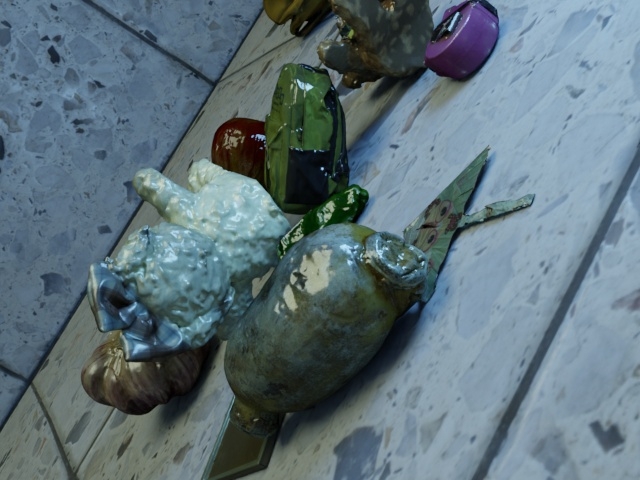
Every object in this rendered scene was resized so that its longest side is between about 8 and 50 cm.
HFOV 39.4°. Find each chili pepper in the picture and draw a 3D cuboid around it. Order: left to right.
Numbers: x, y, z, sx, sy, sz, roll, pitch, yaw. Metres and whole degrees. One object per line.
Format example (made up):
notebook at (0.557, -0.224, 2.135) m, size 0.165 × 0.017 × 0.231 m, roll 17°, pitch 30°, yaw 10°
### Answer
chili pepper at (-0.003, -0.001, 1.401) m, size 0.216 × 0.062 × 0.108 m, roll -50°, pitch 26°, yaw 18°

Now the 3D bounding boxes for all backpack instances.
backpack at (-0.024, -0.177, 1.534) m, size 0.207 × 0.140 × 0.253 m, roll -119°, pitch 32°, yaw -69°
backpack at (-0.013, -0.759, 2.455) m, size 0.378 × 0.201 × 0.353 m, roll -33°, pitch 33°, yaw 56°

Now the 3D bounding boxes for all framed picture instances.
framed picture at (-0.091, 0.233, 1.300) m, size 0.184 × 0.016 × 0.250 m, roll -35°, pitch 27°, yaw 48°

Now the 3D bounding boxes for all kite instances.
kite at (0.169, -0.021, 1.080) m, size 0.250 × 0.012 × 0.229 m, roll -18°, pitch 46°, yaw 61°

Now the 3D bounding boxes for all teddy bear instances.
teddy bear at (-0.239, 0.038, 1.503) m, size 0.362 × 0.327 × 0.375 m, roll -38°, pitch 17°, yaw -18°
teddy bear at (0.086, -0.390, 1.533) m, size 0.246 × 0.296 × 0.222 m, roll -49°, pitch 42°, yaw -10°

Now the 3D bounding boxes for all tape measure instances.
tape measure at (0.208, -0.303, 1.346) m, size 0.118 × 0.074 × 0.125 m, roll -63°, pitch 18°, yaw -16°

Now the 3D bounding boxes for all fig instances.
fig at (-0.117, -0.110, 1.793) m, size 0.191 × 0.191 × 0.290 m, roll -26°, pitch 72°, yaw 57°

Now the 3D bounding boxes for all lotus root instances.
lotus root at (-0.018, 0.107, 1.103) m, size 0.349 × 0.175 × 0.175 m, roll -49°, pitch 20°, yaw 27°

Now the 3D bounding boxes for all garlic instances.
garlic at (-0.311, 0.229, 1.643) m, size 0.245 × 0.160 × 0.245 m, roll -16°, pitch 27°, yaw 8°
